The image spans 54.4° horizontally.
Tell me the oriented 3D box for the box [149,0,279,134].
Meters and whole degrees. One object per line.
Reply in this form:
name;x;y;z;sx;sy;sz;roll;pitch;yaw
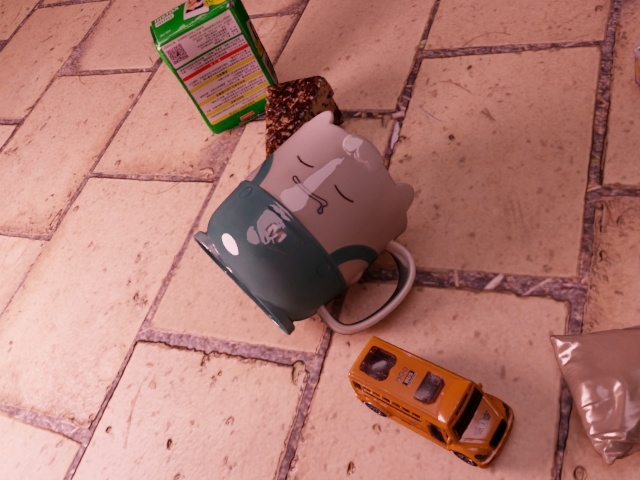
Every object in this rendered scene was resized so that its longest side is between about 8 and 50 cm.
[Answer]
box;-0.193;-0.344;1.201;0.180;0.250;0.103;-27;43;3

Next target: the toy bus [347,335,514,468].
toy bus;0.133;0.193;0.764;0.194;0.088;0.083;21;64;34

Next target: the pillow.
pillow;0.408;0.163;0.685;0.270;0.067;0.173;-10;46;16

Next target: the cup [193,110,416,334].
cup;0.000;0.000;0.903;0.290;0.219;0.257;44;78;7

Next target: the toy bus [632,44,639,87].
toy bus;0.609;-0.303;0.924;0.268;0.106;0.092;-27;49;5

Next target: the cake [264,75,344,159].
cake;-0.069;-0.171;1.113;0.135;0.112;0.246;10;63;32
